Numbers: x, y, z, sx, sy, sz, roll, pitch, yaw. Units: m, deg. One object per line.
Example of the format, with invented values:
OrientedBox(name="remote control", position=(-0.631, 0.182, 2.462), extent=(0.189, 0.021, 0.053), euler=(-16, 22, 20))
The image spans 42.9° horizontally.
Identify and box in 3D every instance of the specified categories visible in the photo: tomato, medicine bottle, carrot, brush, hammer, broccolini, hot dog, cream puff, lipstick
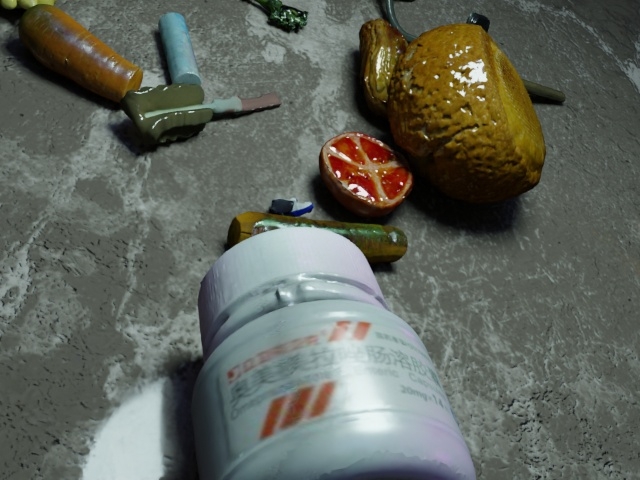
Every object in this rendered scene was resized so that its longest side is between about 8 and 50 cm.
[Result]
OrientedBox(name="tomato", position=(0.061, -0.093, 1.253), extent=(0.155, 0.069, 0.155), euler=(15, 46, -17))
OrientedBox(name="medicine bottle", position=(-0.005, 0.164, 0.840), extent=(0.256, 0.256, 0.325), euler=(7, 39, -21))
OrientedBox(name="carrot", position=(-0.359, -0.274, 1.210), extent=(0.193, 0.087, 0.087), euler=(37, 44, 4))
OrientedBox(name="brush", position=(-0.171, -0.204, 1.259), extent=(0.301, 0.071, 0.084), euler=(-19, 76, -48))
OrientedBox(name="hammer", position=(0.361, -0.312, 1.583), extent=(0.365, 0.043, 0.111), euler=(4, 26, -39))
OrientedBox(name="carrot", position=(0.000, 0.000, 1.139), extent=(0.260, 0.070, 0.070), euler=(3, 48, -26))
OrientedBox(name="broccolini", position=(-0.140, -0.457, 1.536), extent=(0.254, 0.071, 0.057), euler=(25, 80, 7))
OrientedBox(name="hot dog", position=(0.126, -0.308, 1.460), extent=(0.160, 0.099, 0.227), euler=(36, 32, -38))
OrientedBox(name="cream puff", position=(0.224, -0.196, 1.309), extent=(0.303, 0.212, 0.303), euler=(39, 41, -44))
OrientedBox(name="lipstick", position=(-0.230, -0.306, 1.327), extent=(0.048, 0.048, 0.158), euler=(1, 49, -26))

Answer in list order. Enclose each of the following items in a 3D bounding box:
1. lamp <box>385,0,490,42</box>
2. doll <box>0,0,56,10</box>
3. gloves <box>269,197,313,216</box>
OrientedBox(name="lamp", position=(0.230, -0.460, 1.678), extent=(0.283, 0.124, 0.203), euler=(41, 24, 18))
OrientedBox(name="doll", position=(-0.423, -0.436, 1.325), extent=(0.117, 0.086, 0.291), euler=(28, 44, 9))
OrientedBox(name="gloves", position=(-0.042, -0.048, 1.167), extent=(0.064, 0.026, 0.086), euler=(5, 5, 3))
